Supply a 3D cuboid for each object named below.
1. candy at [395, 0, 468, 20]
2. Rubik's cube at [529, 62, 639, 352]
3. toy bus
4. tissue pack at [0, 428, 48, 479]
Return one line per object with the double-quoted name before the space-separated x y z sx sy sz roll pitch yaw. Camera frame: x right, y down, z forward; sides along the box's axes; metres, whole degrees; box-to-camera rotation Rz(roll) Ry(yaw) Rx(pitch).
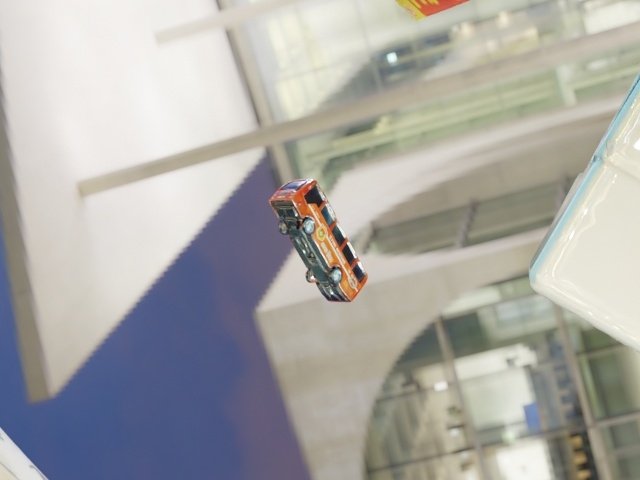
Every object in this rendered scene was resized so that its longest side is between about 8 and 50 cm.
"candy" 0.111 -0.310 1.568 0.146 0.088 0.276 40 171 -10
"Rubik's cube" 0.338 -0.027 1.112 0.292 0.291 0.290 -62 -6 5
"toy bus" 0.000 0.000 1.268 0.043 0.031 0.110 -49 -56 -34
"tissue pack" -0.318 0.192 1.152 0.390 0.195 0.375 45 166 -10
